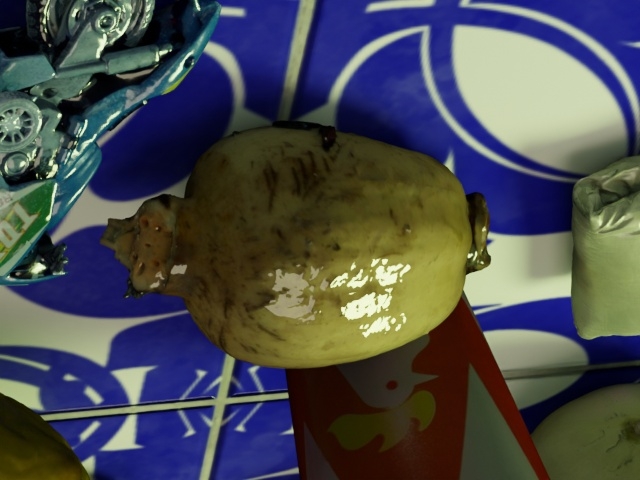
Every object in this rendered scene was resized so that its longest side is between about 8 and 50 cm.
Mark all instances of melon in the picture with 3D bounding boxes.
[{"bbox_3d":[0.256,0.247,1.580,0.223,0.223,0.317,-13,141,-3],"label":"melon"}]

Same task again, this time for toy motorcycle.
[{"bbox_3d":[-0.162,-0.056,1.109,0.254,0.092,0.135,-50,134,6],"label":"toy motorcycle"}]

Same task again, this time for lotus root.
[{"bbox_3d":[0.000,0.000,1.235,0.257,0.140,0.154,-6,104,-29],"label":"lotus root"}]

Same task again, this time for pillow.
[{"bbox_3d":[0.242,0.002,1.370,0.134,0.077,0.181,-13,143,-2],"label":"pillow"}]

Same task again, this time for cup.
[{"bbox_3d":[0.062,0.149,1.321,0.203,0.288,0.203,-10,143,-7],"label":"cup"}]

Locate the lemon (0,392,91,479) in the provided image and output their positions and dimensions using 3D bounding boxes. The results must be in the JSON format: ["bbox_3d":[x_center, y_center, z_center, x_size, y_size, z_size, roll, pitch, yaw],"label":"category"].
[{"bbox_3d":[-0.265,0.211,1.338,0.253,0.228,0.228,-33,142,5],"label":"lemon"}]
